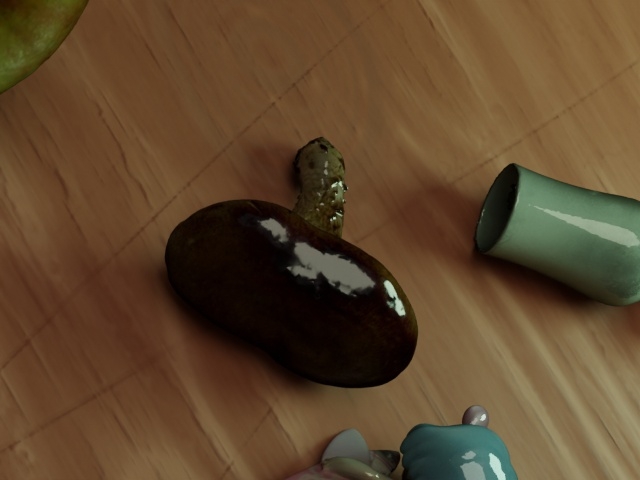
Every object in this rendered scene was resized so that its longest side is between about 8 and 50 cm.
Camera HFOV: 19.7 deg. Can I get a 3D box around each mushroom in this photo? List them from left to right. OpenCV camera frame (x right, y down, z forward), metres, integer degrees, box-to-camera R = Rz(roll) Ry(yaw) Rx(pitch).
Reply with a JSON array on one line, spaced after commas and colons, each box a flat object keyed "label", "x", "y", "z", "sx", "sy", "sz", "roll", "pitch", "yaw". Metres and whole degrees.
[{"label": "mushroom", "x": 0.000, "y": 0.000, "z": 1.576, "sx": 0.227, "sy": 0.148, "sz": 0.217, "roll": 37, "pitch": 43, "yaw": -13}]

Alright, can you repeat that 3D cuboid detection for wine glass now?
[{"label": "wine glass", "x": 0.262, "y": 0.006, "z": 1.695, "sx": 0.231, "sy": 0.103, "sz": 0.103, "roll": 18, "pitch": 63, "yaw": -12}]

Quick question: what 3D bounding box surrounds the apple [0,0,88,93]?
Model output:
[{"label": "apple", "x": -0.350, "y": -0.276, "z": 1.374, "sx": 0.400, "sy": 0.400, "sz": 0.333, "roll": -12, "pitch": 35, "yaw": -28}]

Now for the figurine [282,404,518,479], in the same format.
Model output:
[{"label": "figurine", "x": 0.054, "y": 0.244, "z": 1.504, "sx": 0.260, "sy": 0.103, "sz": 0.205, "roll": -17, "pitch": 76, "yaw": -19}]
